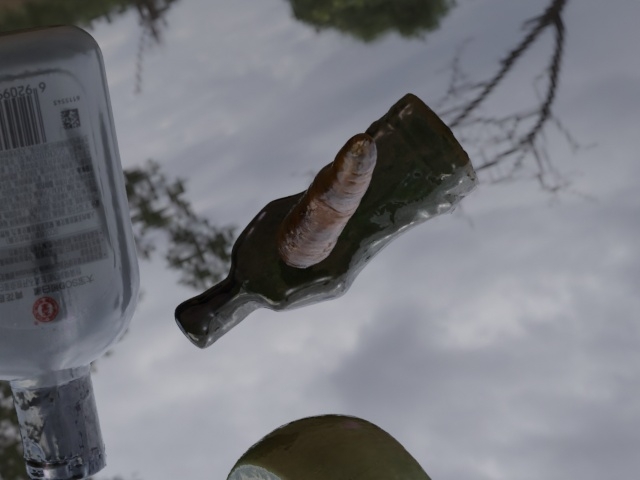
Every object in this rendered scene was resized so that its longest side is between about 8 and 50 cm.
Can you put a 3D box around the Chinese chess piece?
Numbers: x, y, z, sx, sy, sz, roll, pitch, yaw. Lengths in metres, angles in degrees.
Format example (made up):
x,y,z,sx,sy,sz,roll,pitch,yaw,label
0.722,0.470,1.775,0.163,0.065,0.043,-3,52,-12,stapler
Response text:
x,y,z,sx,sy,sz,roll,pitch,yaw,label
0.012,0.148,0.653,0.058,0.144,0.144,-24,-168,-28,Chinese chess piece

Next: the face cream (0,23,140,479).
x,y,z,sx,sy,sz,roll,pitch,yaw,label
-0.186,0.013,0.946,0.144,0.291,0.071,-14,-167,-16,face cream

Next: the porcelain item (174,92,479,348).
x,y,z,sx,sy,sz,roll,pitch,yaw,label
0.000,0.000,0.967,0.216,0.081,0.069,-39,176,-5,porcelain item

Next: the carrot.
x,y,z,sx,sy,sz,roll,pitch,yaw,label
0.006,-0.023,0.845,0.036,0.035,0.165,-29,168,-25,carrot
